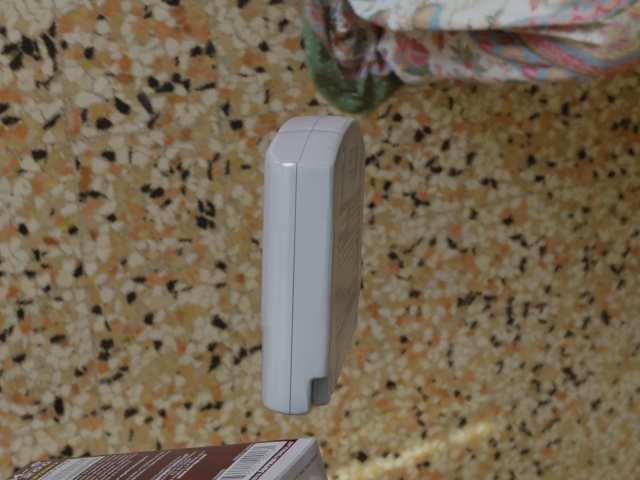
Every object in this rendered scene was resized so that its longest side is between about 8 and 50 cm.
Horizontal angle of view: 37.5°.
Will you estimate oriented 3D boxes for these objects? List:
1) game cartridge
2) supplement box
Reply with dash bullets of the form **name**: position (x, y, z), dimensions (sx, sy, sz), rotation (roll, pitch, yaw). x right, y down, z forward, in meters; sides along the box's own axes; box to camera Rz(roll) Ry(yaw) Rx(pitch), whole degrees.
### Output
- **game cartridge**: position (0.000, 0.000, 0.751), dimensions (0.062, 0.297, 0.198), rotation (-1, 97, 7)
- **supplement box**: position (-0.104, 0.209, 0.616), dimensions (0.073, 0.240, 0.130), rotation (-31, 108, -62)
